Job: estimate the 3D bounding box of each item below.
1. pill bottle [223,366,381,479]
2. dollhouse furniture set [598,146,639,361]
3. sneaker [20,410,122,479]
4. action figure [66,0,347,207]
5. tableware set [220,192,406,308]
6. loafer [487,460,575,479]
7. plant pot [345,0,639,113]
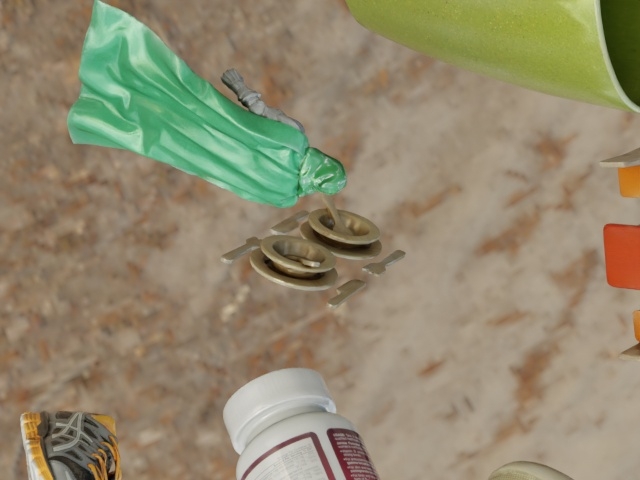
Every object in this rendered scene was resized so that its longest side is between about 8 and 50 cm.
[{"bbox_3d":[-0.004,0.230,1.616,0.121,0.221,0.121,-17,147,-12],"label":"pill bottle"},{"bbox_3d":[0.447,0.027,2.197,0.135,0.259,0.262,-16,104,-40],"label":"dollhouse furniture set"},{"bbox_3d":[-0.206,0.192,1.534,0.083,0.215,0.084,-7,110,-11],"label":"sneaker"},{"bbox_3d":[-0.082,-0.089,1.416,0.063,0.232,0.137,-46,158,-46],"label":"action figure"},{"bbox_3d":[0.000,0.000,1.789,0.194,0.128,0.039,-32,141,-60],"label":"tableware set"},{"bbox_3d":[0.115,0.216,0.807,0.092,0.268,0.102,-10,140,-19],"label":"loafer"},{"bbox_3d":[0.175,-0.262,1.686,0.293,0.275,0.275,6,160,31],"label":"plant pot"}]
